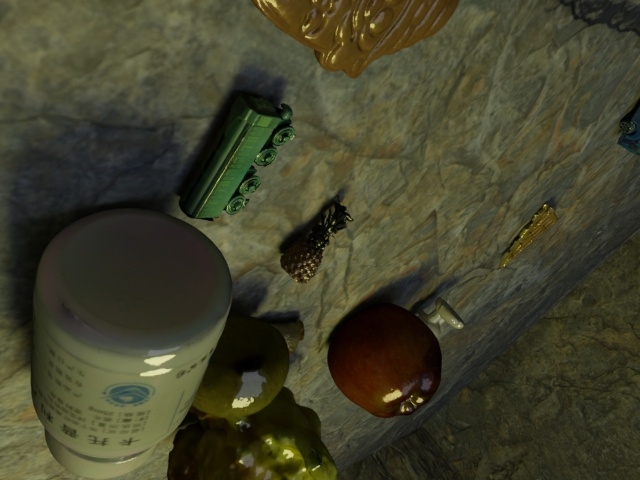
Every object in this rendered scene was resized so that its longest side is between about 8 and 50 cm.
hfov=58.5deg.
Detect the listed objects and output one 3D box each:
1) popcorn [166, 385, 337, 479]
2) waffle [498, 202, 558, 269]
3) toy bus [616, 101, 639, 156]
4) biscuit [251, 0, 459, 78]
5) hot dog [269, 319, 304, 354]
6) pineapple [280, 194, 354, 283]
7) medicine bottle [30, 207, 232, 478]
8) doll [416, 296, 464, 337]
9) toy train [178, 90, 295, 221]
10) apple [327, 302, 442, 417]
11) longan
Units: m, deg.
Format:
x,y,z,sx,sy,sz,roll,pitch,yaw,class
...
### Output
x,y,z,sx,sy,sz,roll,pitch,yaw,class
-0.099,0.394,0.992,0.325,0.321,0.290,-29,159,27,popcorn
0.496,-0.005,1.400,0.191,0.032,0.125,-45,155,12,waffle
0.685,-0.263,1.147,0.079,0.094,0.236,-31,153,-12,toy bus
0.043,-0.215,0.507,0.250,0.035,0.162,-14,141,-36,biscuit
-0.072,0.172,0.951,0.078,0.061,0.169,-47,152,23,hot dog
0.000,0.000,0.775,0.124,0.058,0.058,-47,153,8,pineapple
-0.203,0.120,0.584,0.170,0.170,0.293,-15,147,-38,medicine bottle
0.224,0.266,1.382,0.271,0.144,0.208,-31,144,-2,doll
-0.082,-0.077,0.562,0.071,0.038,0.148,0,136,-47,toy train
0.136,0.248,1.165,0.230,0.230,0.230,-29,153,-17,apple
-0.126,0.177,0.819,0.154,0.145,0.176,17,173,-19,longan
